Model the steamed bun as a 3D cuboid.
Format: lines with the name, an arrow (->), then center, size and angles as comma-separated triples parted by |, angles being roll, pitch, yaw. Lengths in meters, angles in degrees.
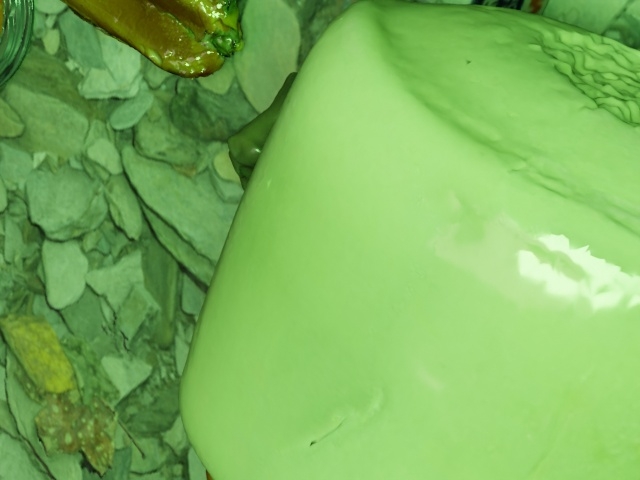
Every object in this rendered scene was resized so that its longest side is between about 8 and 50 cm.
steamed bun -> 0.148, 0.086, 1.116 | 0.456, 0.290, 0.371 | 23, 113, 1

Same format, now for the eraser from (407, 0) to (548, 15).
eraser -> 0.107, -0.193, 1.242 | 0.081, 0.124, 0.279 | 38, 121, 24

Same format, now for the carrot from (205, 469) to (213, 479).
carrot -> -0.069, 0.185, 1.516 | 0.062, 0.066, 0.271 | -108, 28, -60

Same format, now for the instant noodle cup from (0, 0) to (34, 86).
instant noodle cup -> -0.360, -0.210, 1.581 | 0.177, 0.125, 0.208 | 38, 121, 24

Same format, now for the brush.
brush -> 0.000, 0.000, 1.324 | 0.071, 0.084, 0.301 | 35, 158, 35

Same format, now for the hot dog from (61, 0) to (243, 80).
hot dog -> -0.168, -0.221, 1.470 | 0.269, 0.072, 0.115 | 37, 120, 22
